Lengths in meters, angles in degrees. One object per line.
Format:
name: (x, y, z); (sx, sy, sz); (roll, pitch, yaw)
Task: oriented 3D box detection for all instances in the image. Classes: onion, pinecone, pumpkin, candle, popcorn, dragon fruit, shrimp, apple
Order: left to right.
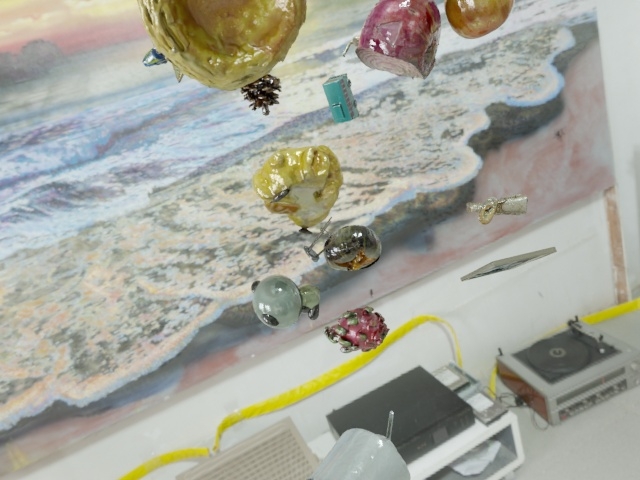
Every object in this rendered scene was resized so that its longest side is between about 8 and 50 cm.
pinecone: (-0.250, -0.641, 1.991); (0.186, 0.212, 0.168); (-3, 44, 25)
popcorn: (-0.080, -0.197, 1.562); (0.298, 0.280, 0.315); (-1, -28, -10)
pumpkin: (0.168, 0.042, 2.504); (0.321, 0.192, 0.320); (-13, -27, -7)
dragon fruit: (0.150, 0.379, 1.942); (0.218, 0.198, 0.273); (-39, -5, -36)
candle: (0.094, 0.617, 1.176); (0.221, 0.221, 0.343); (0, 27, 43)
onion: (0.240, -0.615, 1.378); (0.273, 0.230, 0.256); (25, 7, -3)
apple: (0.444, -0.681, 1.332); (0.196, 0.195, 0.196); (-16, 18, 5)
shrimp: (0.619, -0.109, 1.732); (0.108, 0.059, 0.023); (-61, 14, -6)

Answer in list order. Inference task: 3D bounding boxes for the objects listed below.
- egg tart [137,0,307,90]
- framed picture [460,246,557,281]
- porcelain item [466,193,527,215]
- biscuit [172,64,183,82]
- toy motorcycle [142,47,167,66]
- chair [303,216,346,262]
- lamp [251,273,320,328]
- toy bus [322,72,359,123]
egg tart: (-0.218, -0.532, 1.036); (0.388, 0.387, 0.169); (-25, 37, -21)
framed picture: (0.711, 0.097, 1.813); (0.248, 0.022, 0.335); (-12, -13, -6)
porcelain item: (0.667, -0.130, 1.781); (0.213, 0.084, 0.054); (-2, 18, 12)
biscuit: (-0.552, -0.732, 1.854); (0.016, 0.203, 0.144); (8, -43, -39)
toy motorcycle: (-0.482, -0.662, 1.568); (0.255, 0.092, 0.135); (-30, 9, 17)
chair: (0.001, 0.000, 2.118); (0.221, 0.104, 0.095); (-52, -27, 17)
lamp: (-0.124, 0.214, 1.676); (0.244, 0.197, 0.198); (1, 4, -36)
toy bus: (0.072, -0.496, 1.663); (0.079, 0.160, 0.091); (-1, 34, 33)
